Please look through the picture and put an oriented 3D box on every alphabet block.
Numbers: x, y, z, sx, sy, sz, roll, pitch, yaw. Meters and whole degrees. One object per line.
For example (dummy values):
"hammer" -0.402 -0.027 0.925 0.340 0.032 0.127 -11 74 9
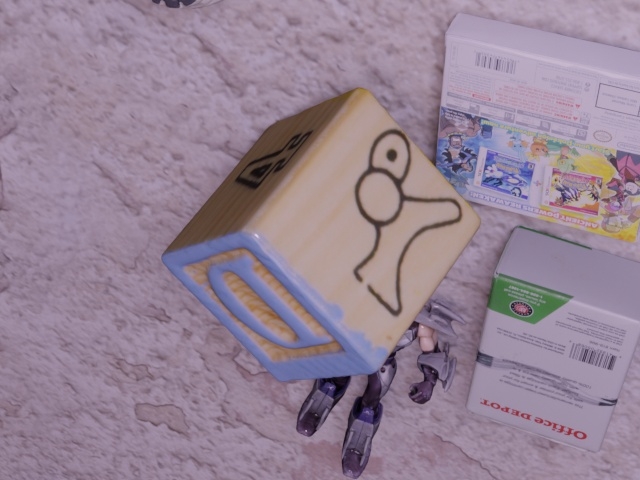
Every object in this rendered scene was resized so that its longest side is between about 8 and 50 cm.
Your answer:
"alphabet block" 0.000 0.000 1.244 0.192 0.197 0.193 48 151 -18

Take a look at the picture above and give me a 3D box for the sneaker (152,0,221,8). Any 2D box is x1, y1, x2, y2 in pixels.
"sneaker" -0.180 -0.306 1.158 0.275 0.110 0.107 45 120 9

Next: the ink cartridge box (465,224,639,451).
"ink cartridge box" 0.243 0.105 1.321 0.153 0.087 0.208 18 135 12

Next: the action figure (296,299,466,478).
"action figure" 0.055 0.137 1.448 0.185 0.099 0.285 28 134 9

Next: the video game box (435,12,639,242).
"video game box" 0.210 -0.101 1.179 0.205 0.048 0.187 16 133 15
